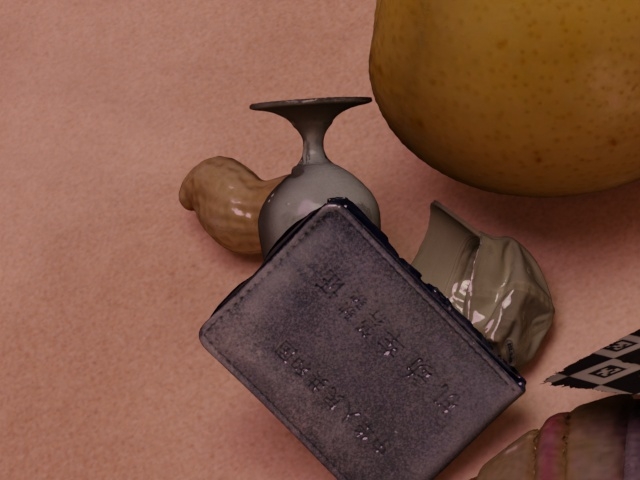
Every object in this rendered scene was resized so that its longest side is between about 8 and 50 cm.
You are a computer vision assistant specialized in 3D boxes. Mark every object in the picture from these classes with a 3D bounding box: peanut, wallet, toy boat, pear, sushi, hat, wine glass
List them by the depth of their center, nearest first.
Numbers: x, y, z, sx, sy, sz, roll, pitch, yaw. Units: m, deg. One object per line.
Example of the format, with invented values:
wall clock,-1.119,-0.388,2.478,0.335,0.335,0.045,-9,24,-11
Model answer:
sushi,0.315,0.103,1.432,0.192,0.043,0.279,-23,16,-39
toy boat,0.183,0.218,1.458,0.293,0.111,0.276,2,51,35
wallet,0.029,0.093,1.552,0.167,0.036,0.222,-44,88,9
pear,0.195,-0.202,1.593,0.348,0.348,0.348,-11,54,16
wine glass,0.000,0.000,1.618,0.103,0.103,0.231,-3,93,21
hat,0.126,0.046,1.626,0.166,0.081,0.122,44,124,46
peanut,-0.049,-0.024,1.736,0.187,0.082,0.082,15,65,33
